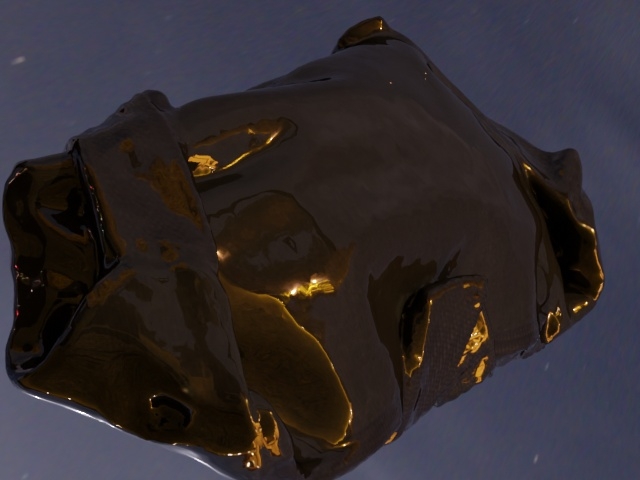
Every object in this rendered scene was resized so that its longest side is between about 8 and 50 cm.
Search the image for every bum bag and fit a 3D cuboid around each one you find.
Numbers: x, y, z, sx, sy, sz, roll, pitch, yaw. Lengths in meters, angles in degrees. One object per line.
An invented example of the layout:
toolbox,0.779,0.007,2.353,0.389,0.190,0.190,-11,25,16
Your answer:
bum bag,0.000,0.000,0.607,0.079,0.326,0.142,-40,-100,29
